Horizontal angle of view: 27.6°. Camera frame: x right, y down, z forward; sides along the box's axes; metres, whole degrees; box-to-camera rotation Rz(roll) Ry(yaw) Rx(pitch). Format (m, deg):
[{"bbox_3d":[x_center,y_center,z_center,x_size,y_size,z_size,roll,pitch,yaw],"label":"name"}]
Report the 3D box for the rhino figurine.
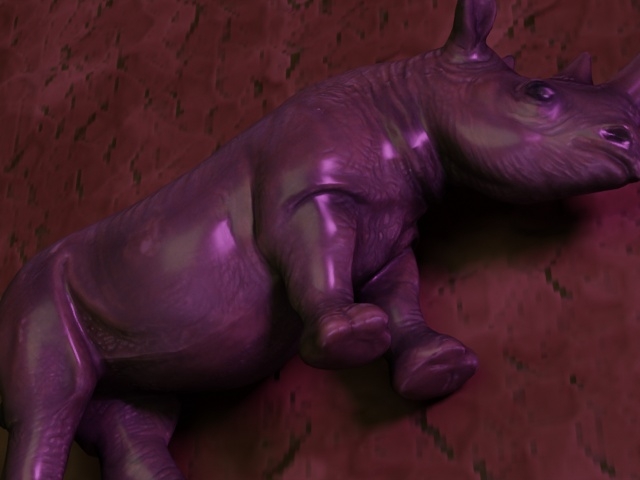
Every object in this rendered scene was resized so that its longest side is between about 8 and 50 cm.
[{"bbox_3d":[0.000,0.000,0.399,0.243,0.073,0.106,-33,53,6],"label":"rhino figurine"}]
